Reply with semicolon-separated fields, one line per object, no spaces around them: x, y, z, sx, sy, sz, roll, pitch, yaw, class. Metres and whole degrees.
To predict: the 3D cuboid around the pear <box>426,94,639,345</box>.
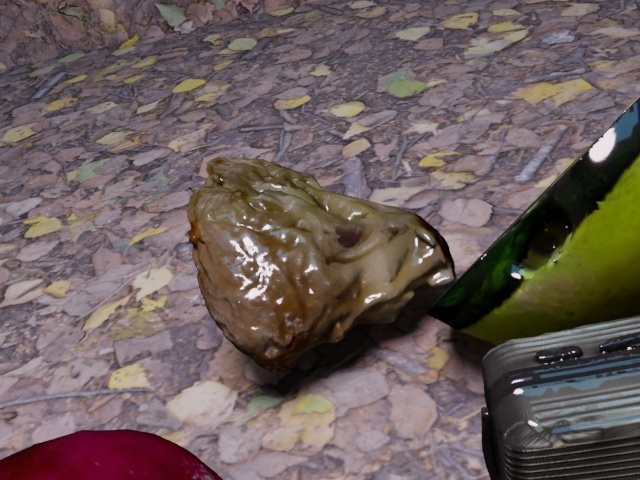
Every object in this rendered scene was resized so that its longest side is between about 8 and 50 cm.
0.309;-0.007;0.858;0.165;0.399;0.399;45;56;8;pear

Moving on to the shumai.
0.003;-0.002;0.992;0.283;0.217;0.346;-16;30;11;shumai

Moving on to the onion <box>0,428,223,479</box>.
-0.200;0.294;0.619;0.336;0.260;0.282;-24;38;-14;onion

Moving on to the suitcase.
0.290;0.159;0.665;0.312;0.202;0.128;-10;32;6;suitcase
